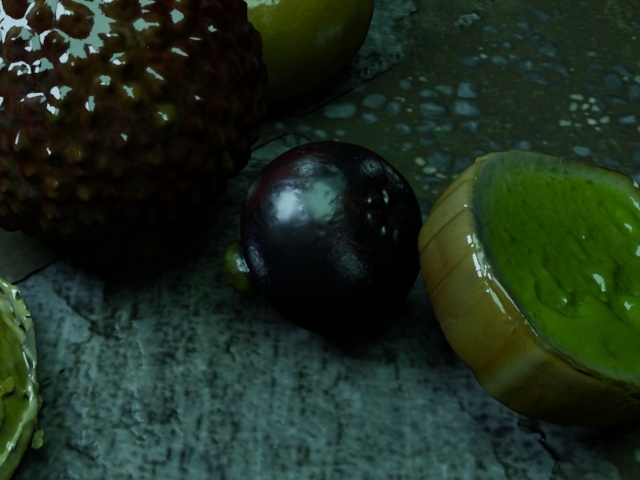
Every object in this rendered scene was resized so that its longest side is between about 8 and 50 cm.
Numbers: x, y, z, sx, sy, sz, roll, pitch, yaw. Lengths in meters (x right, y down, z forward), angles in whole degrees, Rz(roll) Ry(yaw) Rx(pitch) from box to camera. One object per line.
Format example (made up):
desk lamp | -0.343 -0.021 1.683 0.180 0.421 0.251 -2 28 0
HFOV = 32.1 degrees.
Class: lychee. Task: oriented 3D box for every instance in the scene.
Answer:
lychee | -0.179 -0.123 0.846 0.275 0.304 0.276 -15 16 4

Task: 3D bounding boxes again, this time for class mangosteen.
mangosteen | 0.000 0.000 0.835 0.152 0.153 0.153 2 45 -2

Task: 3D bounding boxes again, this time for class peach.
peach | -0.074 -0.233 1.049 0.251 0.153 0.251 6 39 -5

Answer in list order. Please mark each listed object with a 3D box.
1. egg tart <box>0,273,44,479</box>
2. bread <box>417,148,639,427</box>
egg tart | -0.339 0.082 0.731 0.314 0.120 0.315 3 44 -3
bread | 0.181 0.029 0.808 0.236 0.070 0.236 19 46 -21
